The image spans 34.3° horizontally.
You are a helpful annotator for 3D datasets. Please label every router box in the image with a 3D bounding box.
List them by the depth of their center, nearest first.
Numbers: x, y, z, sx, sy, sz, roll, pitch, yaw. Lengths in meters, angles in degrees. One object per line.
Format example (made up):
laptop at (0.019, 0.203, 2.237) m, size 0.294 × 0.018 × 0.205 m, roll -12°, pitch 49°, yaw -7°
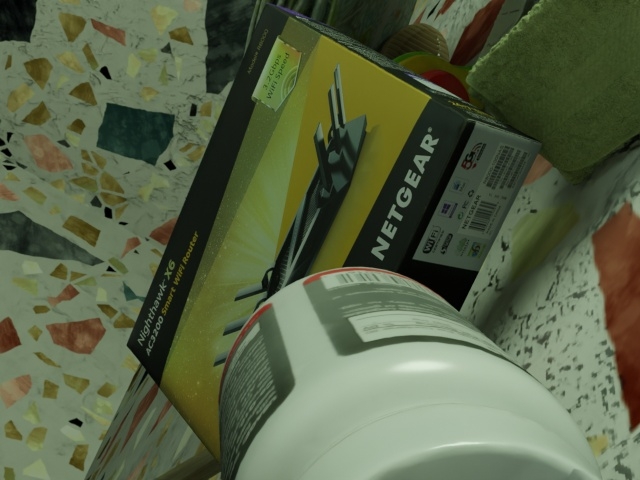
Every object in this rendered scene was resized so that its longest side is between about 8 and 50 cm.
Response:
router box at (-0.009, 0.012, 0.757) m, size 0.243 × 0.081 × 0.309 m, roll 39°, pitch 111°, yaw 46°

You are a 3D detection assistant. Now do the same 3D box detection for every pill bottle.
pill bottle at (0.034, 0.113, 0.482) m, size 0.161 × 0.161 × 0.283 m, roll -58°, pitch 10°, yaw 4°

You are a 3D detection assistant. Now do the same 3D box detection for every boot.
boot at (0.065, -0.150, 1.342) m, size 0.248 × 0.090 × 0.207 m, roll -62°, pitch 8°, yaw -33°

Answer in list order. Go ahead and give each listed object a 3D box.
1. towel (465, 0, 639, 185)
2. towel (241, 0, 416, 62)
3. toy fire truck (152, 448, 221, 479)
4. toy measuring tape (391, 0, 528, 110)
towel at (0.166, -0.106, 0.649) m, size 0.027 × 0.110 × 0.148 m, roll -50°, pitch 2°, yaw -38°
towel at (0.034, -0.292, 1.199) m, size 0.374 × 0.090 × 0.320 m, roll -50°, pitch -14°, yaw -42°
toy fire truck at (-0.049, 0.135, 0.934) m, size 0.217 × 0.158 × 0.246 m, roll 145°, pitch 143°, yaw -66°
toy measuring tape at (0.120, -0.183, 1.059) m, size 0.330 × 0.121 × 0.121 m, roll -63°, pitch 10°, yaw -18°
